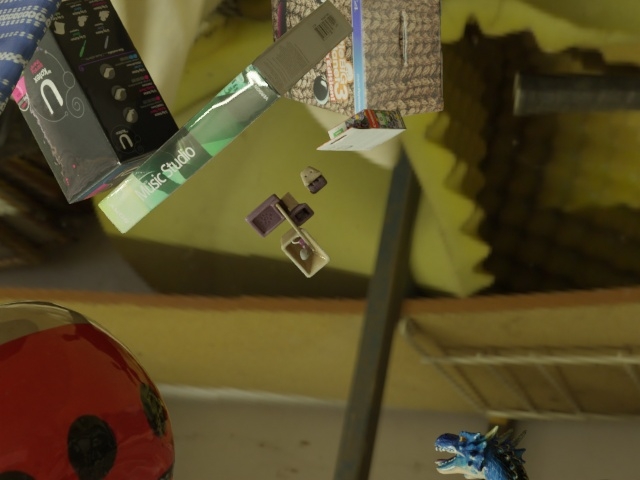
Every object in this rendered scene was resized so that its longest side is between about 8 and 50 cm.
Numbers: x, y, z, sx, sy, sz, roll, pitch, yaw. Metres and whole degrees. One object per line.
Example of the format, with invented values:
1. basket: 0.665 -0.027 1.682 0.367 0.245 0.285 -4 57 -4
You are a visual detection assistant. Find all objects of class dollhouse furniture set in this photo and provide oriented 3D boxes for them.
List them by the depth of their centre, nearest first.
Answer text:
1. dollhouse furniture set: 0.000 0.000 1.194 0.081 0.091 0.114 51 -179 43

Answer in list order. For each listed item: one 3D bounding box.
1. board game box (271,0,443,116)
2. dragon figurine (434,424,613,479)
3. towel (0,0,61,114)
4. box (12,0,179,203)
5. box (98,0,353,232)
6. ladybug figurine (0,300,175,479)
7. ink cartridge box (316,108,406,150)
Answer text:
1. board game box: 0.051 -0.326 1.798 0.141 0.232 0.291 -12 -161 -27
2. dragon figurine: 0.186 0.213 0.781 0.085 0.144 0.289 4 -175 -42
3. towel: -0.283 -0.152 0.918 0.243 0.336 0.040 4 155 44
4. box: -0.361 -0.221 1.796 0.143 0.270 0.165 -27 178 -46
5. box: -0.119 -0.154 1.453 0.058 0.232 0.322 47 126 -6
6. ladybug figurine: -0.246 0.217 0.854 0.161 0.449 0.305 14 123 22
7. ink cartridge box: 0.047 -0.135 1.410 0.063 0.029 0.115 -28 166 36
